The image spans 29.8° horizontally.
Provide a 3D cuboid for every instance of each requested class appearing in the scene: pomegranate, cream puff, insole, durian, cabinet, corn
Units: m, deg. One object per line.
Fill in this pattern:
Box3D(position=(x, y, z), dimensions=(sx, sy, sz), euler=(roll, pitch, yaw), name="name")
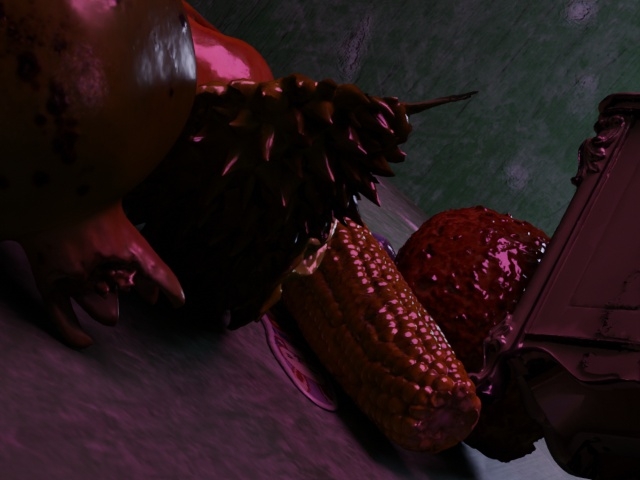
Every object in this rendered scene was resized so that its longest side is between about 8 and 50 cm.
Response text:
Box3D(position=(-0.145, -0.072, 0.646), dimensions=(0.246, 0.198, 0.198), euler=(41, 8, -19), name="pomegranate")
Box3D(position=(0.164, 0.081, 1.109), dimensions=(0.164, 0.240, 0.240), euler=(-7, -24, 35), name="cream puff")
Box3D(position=(-0.024, 0.084, 0.982), dimensions=(0.065, 0.004, 0.197), euler=(35, 10, -27), name="insole")
Box3D(position=(-0.049, -0.042, 0.831), dimensions=(0.157, 0.169, 0.355), euler=(51, -19, -2), name="durian")
Box3D(position=(0.326, 0.081, 0.989), dimensions=(0.227, 0.318, 0.290), euler=(1, -37, 50), name="cabinet")
Box3D(position=(0.029, 0.060, 0.995), dimensions=(0.101, 0.101, 0.310), euler=(34, 16, -36), name="corn")

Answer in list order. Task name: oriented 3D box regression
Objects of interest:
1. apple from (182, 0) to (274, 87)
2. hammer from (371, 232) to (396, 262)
Box3D(position=(-0.134, -0.121, 1.028), dimensions=(0.209, 0.164, 0.209), euler=(37, 8, -6), name="apple")
Box3D(position=(0.028, 0.040, 1.206), dimensions=(0.116, 0.069, 0.194), euler=(68, -15, -15), name="hammer")
